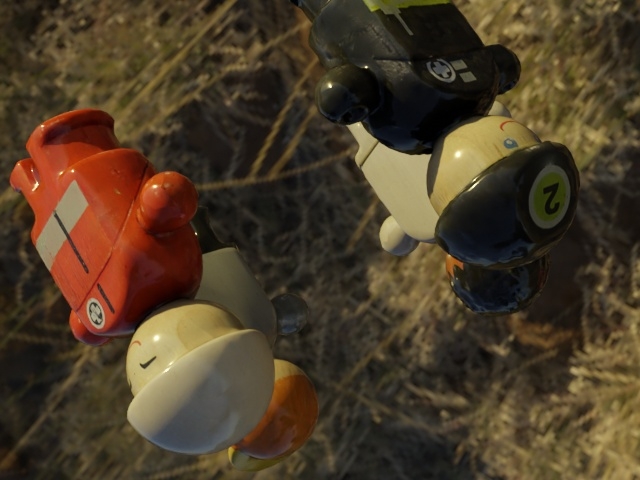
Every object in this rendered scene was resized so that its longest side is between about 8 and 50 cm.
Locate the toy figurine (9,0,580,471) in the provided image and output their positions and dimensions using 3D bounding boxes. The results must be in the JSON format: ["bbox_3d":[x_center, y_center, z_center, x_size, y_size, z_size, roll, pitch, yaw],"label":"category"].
[{"bbox_3d":[0.000,0.000,0.576,0.148,0.213,0.209,56,178,19],"label":"toy figurine"}]
